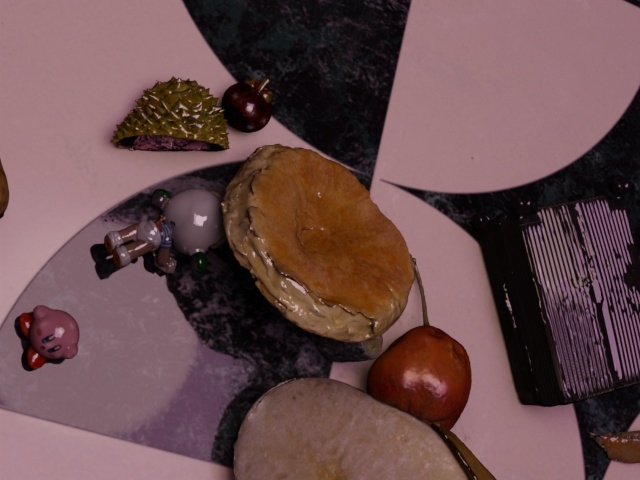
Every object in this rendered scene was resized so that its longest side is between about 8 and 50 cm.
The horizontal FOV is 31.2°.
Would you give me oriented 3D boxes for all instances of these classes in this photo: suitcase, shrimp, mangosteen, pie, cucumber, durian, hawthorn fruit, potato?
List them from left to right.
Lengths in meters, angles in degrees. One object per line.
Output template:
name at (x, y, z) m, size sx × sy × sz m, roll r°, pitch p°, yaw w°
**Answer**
durian at (-0.208, -0.189, 1.662) m, size 0.187 × 0.119 × 0.108 m, roll 1°, pitch 83°, yaw -22°
mangosteen at (-0.109, -0.202, 1.729) m, size 0.081 × 0.081 × 0.080 m, roll 5°, pitch 78°, yaw -23°
pie at (0.000, 0.000, 1.659) m, size 0.339 × 0.083 × 0.339 m, roll 29°, pitch 36°, yaw -24°
cucumber at (0.045, 0.150, 1.711) m, size 0.064 × 0.112 × 0.064 m, roll 5°, pitch 80°, yaw -30°
potato at (0.096, 0.391, 1.647) m, size 0.296 × 0.397 × 0.289 m, roll 43°, pitch 64°, yaw -60°
hawthorn fruit at (0.157, 0.163, 1.766) m, size 0.165 × 0.165 × 0.285 m, roll 23°, pitch 47°, yaw -18°
suitcase at (0.407, 0.088, 1.858) m, size 0.230 × 0.152 × 0.335 m, roll -11°, pitch 84°, yaw -24°
shrimp at (0.593, 0.282, 1.961) m, size 0.185 × 0.068 × 0.287 m, roll 43°, pitch 76°, yaw -6°

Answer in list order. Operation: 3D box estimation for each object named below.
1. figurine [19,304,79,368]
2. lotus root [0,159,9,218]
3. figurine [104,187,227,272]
figurine at (-0.364, 0.125, 1.558) m, size 0.083 × 0.071 × 0.067 m, roll 69°, pitch 22°, yaw -7°
lotus root at (-0.494, -0.106, 1.523) m, size 0.125 × 0.118 × 0.220 m, roll -24°, pitch 86°, yaw -58°
figurine at (-0.211, -0.013, 1.645) m, size 0.197 × 0.093 × 0.147 m, roll -26°, pitch 68°, yaw -18°
